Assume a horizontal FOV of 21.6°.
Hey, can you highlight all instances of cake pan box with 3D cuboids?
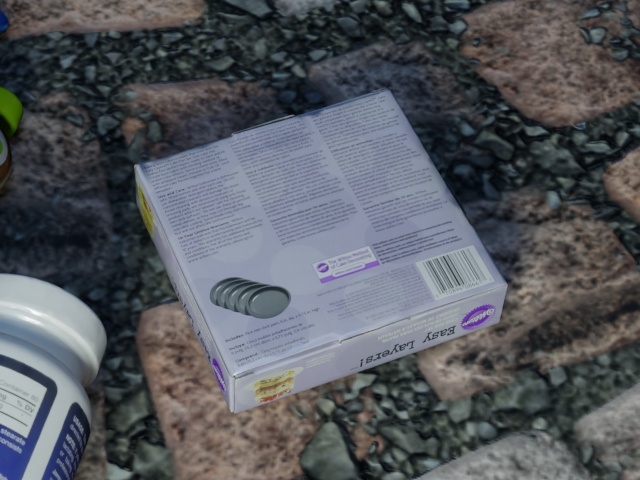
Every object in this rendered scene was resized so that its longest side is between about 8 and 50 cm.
[{"bbox_3d":[0.000,0.000,1.454,0.266,0.070,0.246,-19,58,-16],"label":"cake pan box"}]

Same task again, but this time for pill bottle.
[{"bbox_3d":[-0.260,0.163,1.263,0.153,0.153,0.265,12,53,7],"label":"pill bottle"}]

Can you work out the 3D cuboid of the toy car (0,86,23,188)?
[{"bbox_3d":[-0.350,-0.119,1.454,0.149,0.188,0.155,11,53,6],"label":"toy car"}]

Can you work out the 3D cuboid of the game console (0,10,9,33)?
[{"bbox_3d":[-0.501,-0.221,1.631,0.293,0.173,0.250,42,92,26],"label":"game console"}]
